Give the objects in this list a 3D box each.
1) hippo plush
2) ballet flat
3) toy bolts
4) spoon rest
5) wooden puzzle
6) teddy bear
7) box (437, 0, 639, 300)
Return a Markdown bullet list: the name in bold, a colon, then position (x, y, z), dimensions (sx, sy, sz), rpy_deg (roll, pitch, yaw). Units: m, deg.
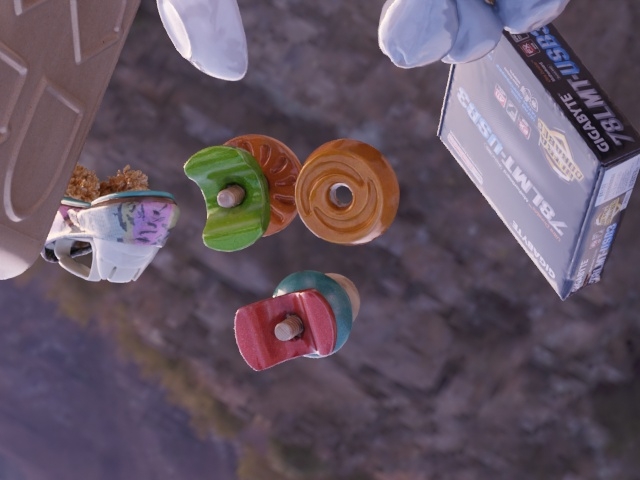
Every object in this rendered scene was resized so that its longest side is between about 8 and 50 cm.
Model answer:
- **hippo plush**: position (0.111, -0.325, 1.760), dimensions (0.294, 0.234, 0.236), rpy_deg (1, -125, -49)
- **ballet flat**: position (-0.190, -0.002, 1.581), dimensions (0.077, 0.079, 0.221), rpy_deg (11, 174, -32)
- **toy bolts**: position (0.000, 0.000, 1.741), dimensions (0.218, 0.228, 0.158), rpy_deg (-9, -173, 22)
- **spoon rest**: position (-0.126, -0.278, 1.710), dimensions (0.137, 0.084, 0.276), rpy_deg (37, 151, 56)
- **wooden puzzle**: position (-0.239, -0.150, 1.373), dimensions (0.080, 0.348, 0.322), rpy_deg (25, 176, 13)
- **teddy bear**: position (-0.336, -0.062, 2.144), dimensions (0.245, 0.113, 0.338), rpy_deg (-6, -176, 13)
- **box**: position (0.259, -0.122, 2.152), dimensions (0.295, 0.073, 0.293), rpy_deg (57, 158, 26)
